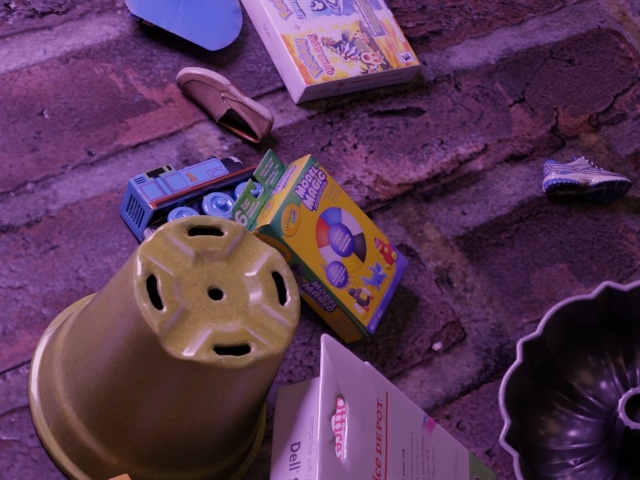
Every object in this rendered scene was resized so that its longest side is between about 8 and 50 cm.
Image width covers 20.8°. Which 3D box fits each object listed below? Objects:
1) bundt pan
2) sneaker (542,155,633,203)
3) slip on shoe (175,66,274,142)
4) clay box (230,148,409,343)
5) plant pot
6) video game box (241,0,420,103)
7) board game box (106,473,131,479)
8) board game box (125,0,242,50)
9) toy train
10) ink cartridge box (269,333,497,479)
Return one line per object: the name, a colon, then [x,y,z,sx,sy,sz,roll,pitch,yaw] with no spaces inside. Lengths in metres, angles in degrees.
bundt pan: [0.376,0.215,2.030,0.331,0.124,0.331,-5,64,11]
sneaker: [0.357,-0.088,2.336,0.135,0.052,0.058,4,53,-23]
slip on shoe: [-0.122,-0.167,2.169,0.135,0.051,0.041,33,48,-11]
clay box: [0.000,0.000,2.061,0.222,0.053,0.127,47,48,-21]
plant pot: [-0.147,0.112,1.840,0.276,0.254,0.276,12,55,-17]
video game box: [0.008,-0.288,2.311,0.187,0.048,0.205,-15,66,-29]
board game box: [-0.218,0.395,1.658,0.242,0.064,0.316,-18,56,-32]
board game box: [-0.183,-0.302,2.242,0.169,0.033,0.133,24,47,-15]
toy train: [-0.144,-0.045,2.061,0.184,0.080,0.105,-23,64,-34]
ink cartridge box: [0.051,0.269,1.798,0.353,0.119,0.207,44,38,-41]
